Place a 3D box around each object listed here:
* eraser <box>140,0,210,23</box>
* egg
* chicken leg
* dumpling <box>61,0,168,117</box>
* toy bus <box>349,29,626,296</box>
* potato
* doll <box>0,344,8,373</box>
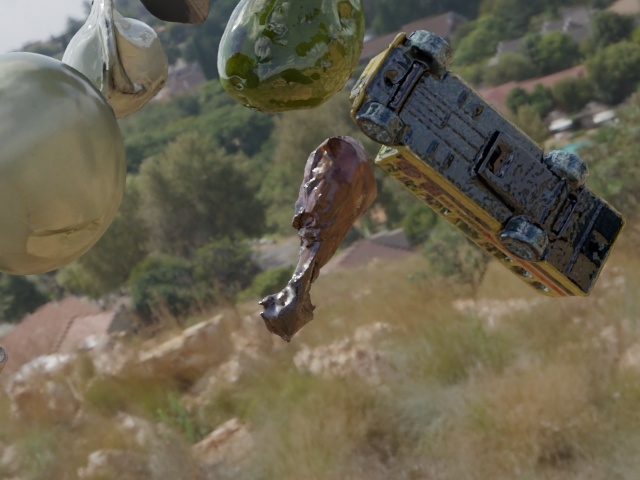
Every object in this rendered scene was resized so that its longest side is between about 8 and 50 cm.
[{"bbox_3d":[-0.213,-0.364,1.054,0.089,0.352,0.061,11,64,28],"label":"eraser"},{"bbox_3d":[-0.322,-0.080,1.105,0.219,0.219,0.269,-32,-18,-32],"label":"egg"},{"bbox_3d":[0.000,0.000,1.421,0.113,0.304,0.093,19,0,-31],"label":"chicken leg"},{"bbox_3d":[-0.263,-0.239,1.265,0.142,0.172,0.247,-11,6,-16],"label":"dumpling"},{"bbox_3d":[0.172,-0.075,1.087,0.121,0.336,0.123,-58,16,-17],"label":"toy bus"},{"bbox_3d":[-0.036,-0.274,1.394,0.253,0.186,0.148,-46,3,-27],"label":"potato"},{"bbox_3d":[-0.517,0.131,1.194,0.119,0.278,0.154,-55,23,33],"label":"doll"}]
